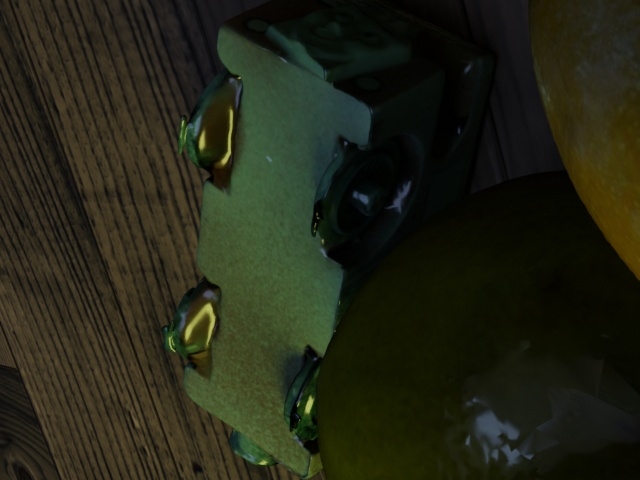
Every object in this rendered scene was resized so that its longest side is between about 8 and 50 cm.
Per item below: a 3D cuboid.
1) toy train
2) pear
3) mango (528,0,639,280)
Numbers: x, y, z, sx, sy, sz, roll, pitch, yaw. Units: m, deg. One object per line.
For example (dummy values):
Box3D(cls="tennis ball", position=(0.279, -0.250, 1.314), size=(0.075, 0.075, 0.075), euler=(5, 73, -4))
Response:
Box3D(cls="toy train", position=(0.000, 0.000, 0.863), size=(0.129, 0.159, 0.326), euler=(33, 133, 29))
Box3D(cls="pear", position=(0.132, 0.097, 0.688), size=(0.321, 0.269, 0.269), euler=(-27, 92, 54))
Box3D(cls="mango", position=(0.167, -0.094, 0.546), size=(0.146, 0.192, 0.316), euler=(120, 141, -52))
